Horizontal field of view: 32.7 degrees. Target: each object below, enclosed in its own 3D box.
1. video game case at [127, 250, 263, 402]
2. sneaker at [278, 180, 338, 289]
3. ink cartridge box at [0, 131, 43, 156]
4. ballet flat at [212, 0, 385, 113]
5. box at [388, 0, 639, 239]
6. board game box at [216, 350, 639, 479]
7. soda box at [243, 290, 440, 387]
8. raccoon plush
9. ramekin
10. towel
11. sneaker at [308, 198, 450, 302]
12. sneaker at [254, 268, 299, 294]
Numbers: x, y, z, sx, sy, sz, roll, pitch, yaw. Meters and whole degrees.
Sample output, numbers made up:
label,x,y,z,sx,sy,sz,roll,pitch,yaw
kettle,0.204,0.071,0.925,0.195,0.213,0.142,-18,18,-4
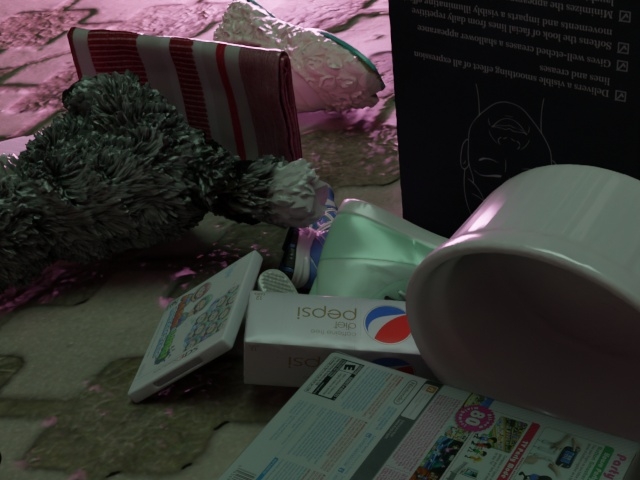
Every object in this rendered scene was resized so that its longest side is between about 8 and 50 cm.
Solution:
label,x,y,z,sx,sy,sz,roll,pitch,yaw
video game case,-0.133,0.091,1.173,0.143,0.019,0.157,-32,23,28
sneaker,0.000,0.000,1.317,0.081,0.080,0.211,17,34,-5
ink cartridge box,-0.391,-0.111,1.586,0.181,0.056,0.225,12,19,27
ballet flat,-0.053,-0.264,1.693,0.147,0.147,0.409,-23,33,-22
box,0.256,-0.155,1.193,0.294,0.395,0.212,19,40,33
board game box,0.087,0.227,0.922,0.303,0.097,0.224,14,40,31
soda box,0.032,0.105,1.095,0.216,0.074,0.069,4,47,-1
raccoon plush,-0.255,-0.040,1.246,0.446,0.216,0.299,3,37,43
ramekin,0.226,0.065,0.955,0.277,0.277,0.135,16,51,31
towel,-0.175,-0.153,1.418,0.329,0.237,0.037,11,38,26
sneaker,0.112,0.071,1.186,0.256,0.094,0.151,22,76,9
sneaker,-0.035,0.102,1.185,0.051,0.070,0.134,-16,63,-28
